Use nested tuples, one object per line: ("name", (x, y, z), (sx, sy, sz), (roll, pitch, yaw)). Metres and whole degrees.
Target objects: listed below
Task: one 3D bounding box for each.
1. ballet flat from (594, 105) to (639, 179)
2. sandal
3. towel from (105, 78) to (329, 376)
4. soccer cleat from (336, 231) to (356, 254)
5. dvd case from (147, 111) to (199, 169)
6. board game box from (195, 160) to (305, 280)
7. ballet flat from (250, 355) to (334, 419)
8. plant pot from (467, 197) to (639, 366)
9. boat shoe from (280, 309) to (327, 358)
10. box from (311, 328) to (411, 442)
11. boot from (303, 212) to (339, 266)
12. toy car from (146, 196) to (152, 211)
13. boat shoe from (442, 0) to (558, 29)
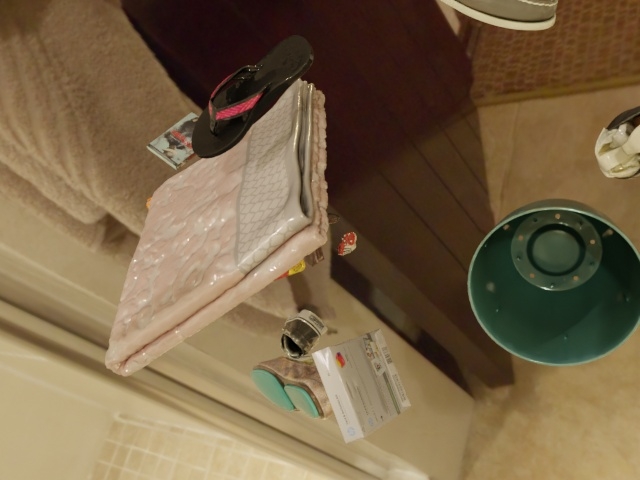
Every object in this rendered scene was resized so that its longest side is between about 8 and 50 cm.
("ballet flat", (0.450, -0.145, 0.911), (0.096, 0.280, 0.095), (-26, 79, -11))
("sandal", (-0.086, -0.165, 0.717), (0.179, 0.040, 0.067), (-41, 63, 13))
("towel", (-0.125, -0.033, 0.791), (0.317, 0.053, 0.332), (-34, 32, 23))
("soccer cleat", (0.061, 0.006, 1.334), (0.083, 0.036, 0.029), (-55, 47, 55))
("dvd case", (-0.264, -0.195, 1.250), (0.087, 0.013, 0.119), (36, 65, 24))
("board game box", (-0.129, -0.045, 1.190), (0.124, 0.259, 0.039), (-21, 5, 16))
("ballet flat", (-0.032, 0.272, 1.227), (0.106, 0.107, 0.316), (-31, 13, -24))
("plant pot", (0.442, 0.053, 1.208), (0.293, 0.293, 0.235), (-23, 7, 25))
("boat shoe", (-0.046, 0.185, 1.226), (0.078, 0.219, 0.070), (41, 72, 5))
("box", (0.071, 0.229, 1.042), (0.038, 0.186, 0.145), (-27, 79, 27))
("boot", (0.000, 0.000, 1.400), (0.106, 0.037, 0.114), (0, 105, 30))
("toy car", (-0.286, -0.050, 1.256), (0.122, 0.060, 0.040), (7, 48, 20))
("boat shoe", (0.217, -0.407, 0.960), (0.305, 0.091, 0.109), (26, 46, 11))
